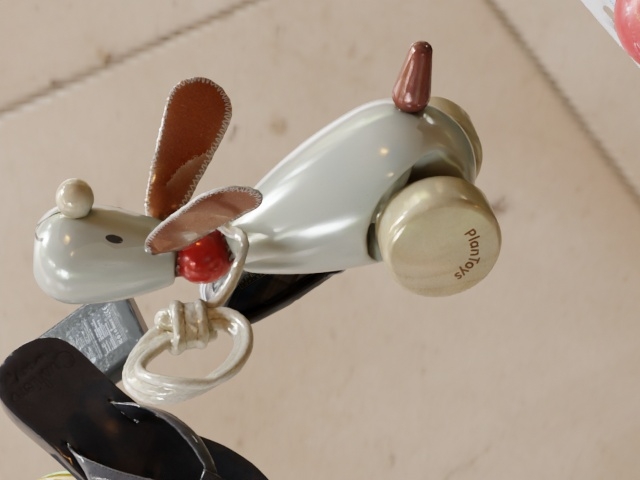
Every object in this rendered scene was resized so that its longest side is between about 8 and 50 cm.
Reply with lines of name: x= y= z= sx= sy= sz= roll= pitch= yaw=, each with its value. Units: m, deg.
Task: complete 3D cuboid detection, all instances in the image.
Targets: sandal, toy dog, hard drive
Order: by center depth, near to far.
toy dog: x=-0.029 y=-0.045 z=1.261 sx=0.333 sy=0.161 sz=0.220 roll=-21 pitch=34 yaw=-20
sandal: x=-0.140 y=0.156 z=1.362 sx=0.254 sy=0.054 sz=0.097 roll=30 pitch=60 yaw=17
hard drive: x=-0.227 y=0.109 z=1.763 sx=0.135 sy=0.022 sz=0.094 roll=-35 pitch=51 yaw=7

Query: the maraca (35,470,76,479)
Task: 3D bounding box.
maraca: x=-0.237 y=0.260 z=1.544 sx=0.185 sy=0.099 sz=0.127 roll=-21 pitch=57 yaw=27

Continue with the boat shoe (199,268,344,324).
boat shoe: x=0.000 y=0.000 z=1.586 sx=0.228 sy=0.080 sz=0.076 roll=-30 pitch=29 yaw=-1

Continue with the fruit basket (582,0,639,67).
fruit basket: x=0.343 y=-0.231 z=1.621 sx=0.165 sy=0.353 sz=0.327 roll=-42 pitch=97 yaw=-14
